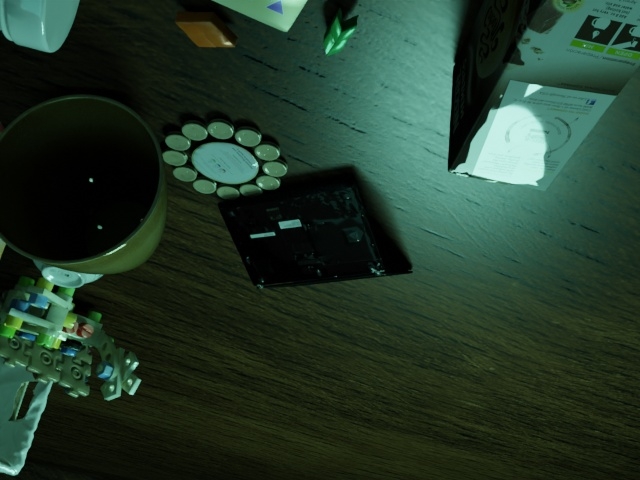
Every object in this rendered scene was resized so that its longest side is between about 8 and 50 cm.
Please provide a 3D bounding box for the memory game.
[{"bbox_3d":[-0.140,-0.117,1.155,0.186,0.012,0.186,6,148,4],"label":"memory game"}]

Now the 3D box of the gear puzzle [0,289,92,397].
[{"bbox_3d":[-0.607,0.202,1.606,0.044,0.175,0.339,-30,134,21],"label":"gear puzzle"}]

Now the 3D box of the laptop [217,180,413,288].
[{"bbox_3d":[0.000,0.000,1.299,0.234,0.136,0.264,-8,122,23],"label":"laptop"}]

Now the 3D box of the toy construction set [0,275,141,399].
[{"bbox_3d":[-0.488,0.179,1.547,0.215,0.151,0.327,-2,141,41],"label":"toy construction set"}]

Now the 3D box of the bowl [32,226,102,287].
[{"bbox_3d":[-0.442,0.032,1.391,0.170,0.080,0.170,5,147,3],"label":"bowl"}]

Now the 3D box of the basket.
[{"bbox_3d":[-0.774,0.285,1.634,0.266,0.328,0.331,-12,144,31],"label":"basket"}]

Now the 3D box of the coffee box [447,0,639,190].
[{"bbox_3d":[0.230,-0.205,0.791,0.119,0.168,0.297,11,147,-5],"label":"coffee box"}]

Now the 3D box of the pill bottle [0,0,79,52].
[{"bbox_3d":[-0.406,-0.295,0.751,0.334,0.188,0.188,16,147,-8],"label":"pill bottle"}]

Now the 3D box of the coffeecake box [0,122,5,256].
[{"bbox_3d":[-0.504,-0.061,1.156,0.068,0.185,0.142,5,148,4],"label":"coffeecake box"}]

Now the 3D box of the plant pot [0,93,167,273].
[{"bbox_3d":[-0.319,-0.044,1.137,0.237,0.237,0.254,6,162,2],"label":"plant pot"}]

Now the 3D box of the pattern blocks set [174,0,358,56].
[{"bbox_3d":[-0.087,-0.306,0.828,0.325,0.026,0.285,25,144,-25],"label":"pattern blocks set"}]
